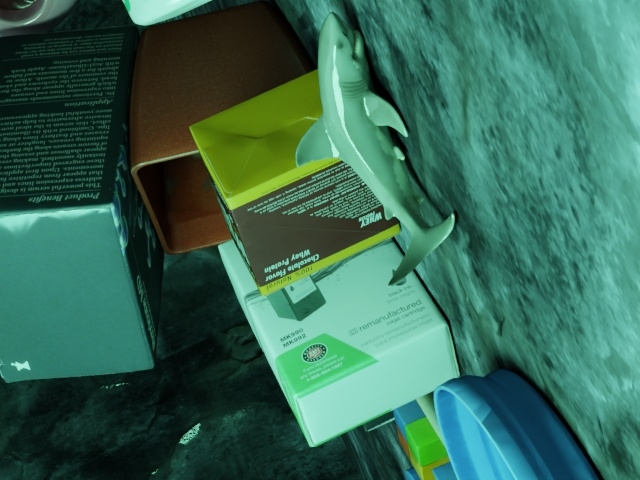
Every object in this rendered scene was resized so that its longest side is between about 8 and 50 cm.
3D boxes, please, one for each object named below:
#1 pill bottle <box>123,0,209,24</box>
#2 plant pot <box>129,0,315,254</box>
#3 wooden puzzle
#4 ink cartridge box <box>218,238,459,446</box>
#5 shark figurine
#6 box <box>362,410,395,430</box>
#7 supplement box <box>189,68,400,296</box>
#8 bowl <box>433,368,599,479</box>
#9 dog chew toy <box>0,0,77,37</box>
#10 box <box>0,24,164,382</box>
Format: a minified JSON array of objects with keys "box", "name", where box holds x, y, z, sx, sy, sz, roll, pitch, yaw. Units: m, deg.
[{"box":[-0.180,-0.433,1.422,0.204,0.204,0.361,-150,35,-78],"name":"pill bottle"},{"box":[-0.122,-0.165,1.794,0.267,0.267,0.236,80,176,-64],"name":"plant pot"},{"box":[0.194,0.378,1.919,0.322,0.080,0.348,58,170,46],"name":"wooden puzzle"},{"box":[0.017,0.088,1.700,0.289,0.211,0.121,59,171,42],"name":"ink cartridge box"},{"box":[0.038,-0.083,1.390,0.166,0.116,0.278,110,137,-82],"name":"shark figurine"},{"box":[0.065,0.159,2.009,0.153,0.108,0.207,57,170,47],"name":"box"},{"box":[-0.027,-0.070,1.570,0.194,0.191,0.129,73,170,-52],"name":"supplement box"},{"box":[0.239,0.311,1.372,0.391,0.077,0.391,155,90,-83],"name":"bowl"},{"box":[-0.460,-0.438,1.946,0.332,0.206,0.206,-110,1,-48],"name":"dog chew toy"},{"box":[-0.337,-0.057,1.785,0.395,0.212,0.293,-92,-3,-47],"name":"box"}]
